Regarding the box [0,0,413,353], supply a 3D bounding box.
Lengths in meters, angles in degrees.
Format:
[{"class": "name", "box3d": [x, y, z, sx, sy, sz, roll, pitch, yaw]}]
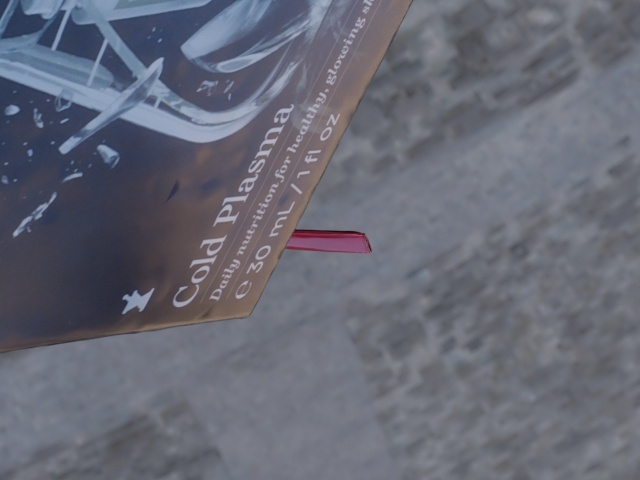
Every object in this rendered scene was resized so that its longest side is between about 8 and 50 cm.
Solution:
[{"class": "box", "box3d": [-0.183, -0.198, 1.156, 0.472, 0.297, 0.480, -5, 130, -51]}]

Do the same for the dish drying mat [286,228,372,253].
[{"class": "dish drying mat", "box3d": [0.000, 0.000, 1.626, 0.083, 0.008, 0.032, 1, 150, 15]}]
